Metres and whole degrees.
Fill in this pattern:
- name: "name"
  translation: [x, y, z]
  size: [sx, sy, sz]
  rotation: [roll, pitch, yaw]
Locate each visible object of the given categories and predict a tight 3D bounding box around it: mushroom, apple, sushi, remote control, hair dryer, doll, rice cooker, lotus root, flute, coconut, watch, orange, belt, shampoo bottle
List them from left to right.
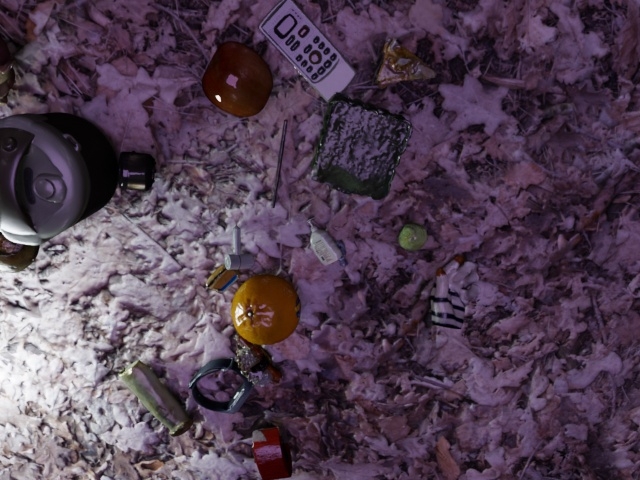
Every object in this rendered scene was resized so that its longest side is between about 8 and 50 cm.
- name: "doll"
  translation: [-0.882, -0.456, 1.283]
  size: [0.196, 0.256, 0.152]
  rotation: [1, 85, -26]
- name: "lotus root"
  translation: [-0.902, 0.019, 1.457]
  size: [0.154, 0.278, 0.153]
  rotation: [3, 85, -30]
- name: "rice cooker"
  translation: [-0.745, -0.174, 1.343]
  size: [0.336, 0.325, 0.334]
  rotation: [0, 109, 0]
- name: "rice cooker"
  translation: [-0.521, -0.196, 1.421]
  size: [0.107, 0.165, 0.112]
  rotation: [5, 103, -12]
- name: "mushroom"
  translation: [-0.556, 0.545, 1.724]
  size: [0.100, 0.081, 0.312]
  rotation: [-35, 101, 9]
- name: "watch"
  translation: [-0.336, 0.491, 1.707]
  size: [0.193, 0.068, 0.206]
  rotation: [31, 109, -10]
- name: "apple"
  translation: [-0.219, -0.427, 1.332]
  size: [0.169, 0.181, 0.180]
  rotation: [21, 110, -30]
- name: "hair dryer"
  translation: [-0.251, 0.020, 1.548]
  size: [0.082, 0.047, 0.137]
  rotation: [-2, 91, -33]
- name: "sushi"
  translation: [-0.221, 0.407, 1.659]
  size: [0.097, 0.103, 0.226]
  rotation: [-26, 105, 27]
- name: "orange"
  translation: [-0.169, 0.215, 1.548]
  size: [0.220, 0.193, 0.219]
  rotation: [8, 116, 15]
- name: "belt"
  translation: [-0.176, 0.747, 1.759]
  size: [0.124, 0.128, 0.200]
  rotation: [-11, 110, 4]
- name: "flute"
  translation: [-0.122, -0.222, 1.482]
  size: [0.014, 0.014, 0.269]
  rotation: [10, 109, -2]
- name: "remote control"
  translation: [-0.032, -0.515, 1.365]
  size: [0.123, 0.038, 0.285]
  rotation: [-41, 104, 13]
- name: "shampoo bottle"
  translation: [0.000, 0.000, 1.535]
  size: [0.077, 0.045, 0.151]
  rotation: [-29, 97, 34]
- name: "coconut"
  translation: [0.278, -0.011, 1.515]
  size: [0.088, 0.096, 0.087]
  rotation: [-5, 81, 31]

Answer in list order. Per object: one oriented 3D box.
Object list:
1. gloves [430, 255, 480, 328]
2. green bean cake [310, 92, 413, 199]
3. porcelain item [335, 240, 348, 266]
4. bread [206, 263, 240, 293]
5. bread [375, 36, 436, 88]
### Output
- name: "gloves"
  translation: [0.410, 0.159, 1.561]
  size: [0.140, 0.131, 0.218]
  rotation: [12, 78, -1]
- name: "green bean cake"
  translation: [0.110, -0.257, 1.404]
  size: [0.241, 0.132, 0.254]
  rotation: [12, 114, -8]
- name: "porcelain item"
  translation: [0.064, 0.039, 1.561]
  size: [0.036, 0.028, 0.083]
  rotation: [-14, 107, 8]
- name: "bread"
  translation: [-0.307, 0.115, 1.584]
  size: [0.106, 0.053, 0.072]
  rotation: [-42, 127, 16]
- name: "bread"
  translation: [0.223, -0.449, 1.327]
  size: [0.152, 0.147, 0.127]
  rotation: [21, 110, -3]
